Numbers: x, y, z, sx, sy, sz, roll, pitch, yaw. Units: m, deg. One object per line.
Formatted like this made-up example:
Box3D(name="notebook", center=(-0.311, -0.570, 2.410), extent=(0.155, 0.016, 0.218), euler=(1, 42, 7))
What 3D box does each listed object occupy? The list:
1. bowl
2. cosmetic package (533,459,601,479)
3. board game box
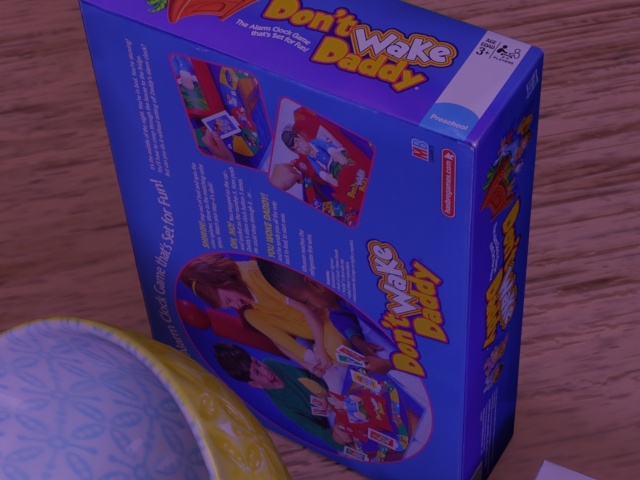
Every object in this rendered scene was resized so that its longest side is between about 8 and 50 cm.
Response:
Box3D(name="bowl", center=(-0.098, 0.191, 0.892), extent=(0.156, 0.289, 0.289), euler=(10, 32, -49))
Box3D(name="cosmetic package", center=(0.178, 0.314, 0.805), extent=(0.284, 0.097, 0.377), euler=(16, 46, 19))
Box3D(name="board game box", center=(0.000, 0.000, 0.939), extent=(0.233, 0.347, 0.078), euler=(23, 55, 21))
